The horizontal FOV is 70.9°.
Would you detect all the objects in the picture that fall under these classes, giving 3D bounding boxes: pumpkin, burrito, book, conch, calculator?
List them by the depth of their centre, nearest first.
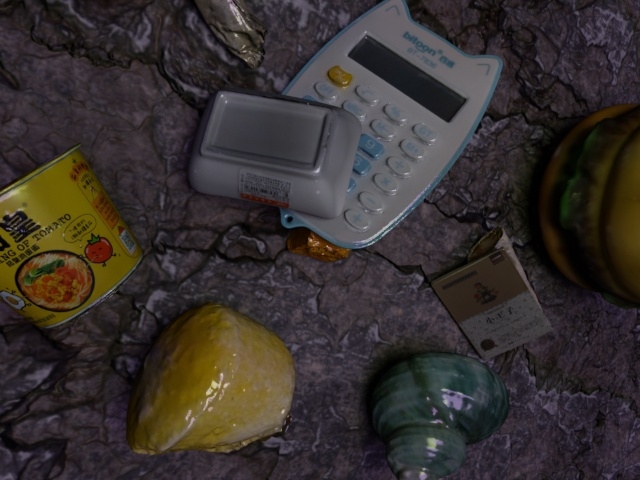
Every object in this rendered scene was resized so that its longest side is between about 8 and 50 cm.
[{"bbox_3d":[-0.142,-0.335,0.589,0.229,0.063,0.058,58,45,-15],"label":"burrito"},{"bbox_3d":[0.070,-0.164,0.641,0.256,0.054,0.386,37,76,9],"label":"calculator"},{"bbox_3d":[0.000,0.000,0.665,0.074,0.083,0.053,20,70,-25],"label":"pumpkin"},{"bbox_3d":[0.187,0.281,0.726,0.277,0.196,0.220,-47,123,-46],"label":"conch"},{"bbox_3d":[0.304,0.118,0.796,0.139,0.016,0.198,-31,109,19],"label":"book"},{"bbox_3d":[0.342,0.085,0.821,0.087,0.060,0.225,-32,110,13],"label":"burrito"}]

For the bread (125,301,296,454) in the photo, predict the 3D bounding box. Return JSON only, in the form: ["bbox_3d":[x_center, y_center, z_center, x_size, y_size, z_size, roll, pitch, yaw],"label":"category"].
[{"bbox_3d":[-0.140,0.181,0.569,0.171,0.197,0.197,30,83,-29],"label":"bread"}]

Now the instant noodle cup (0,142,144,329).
[{"bbox_3d":[-0.298,0.000,0.498,0.182,0.182,0.144,-39,117,-15],"label":"instant noodle cup"}]

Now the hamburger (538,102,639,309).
[{"bbox_3d":[0.585,-0.058,0.797,0.397,0.277,0.394,-3,98,-19],"label":"hamburger"}]

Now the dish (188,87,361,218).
[{"bbox_3d":[-0.062,-0.124,0.571,0.213,0.077,0.151,12,77,6],"label":"dish"}]
